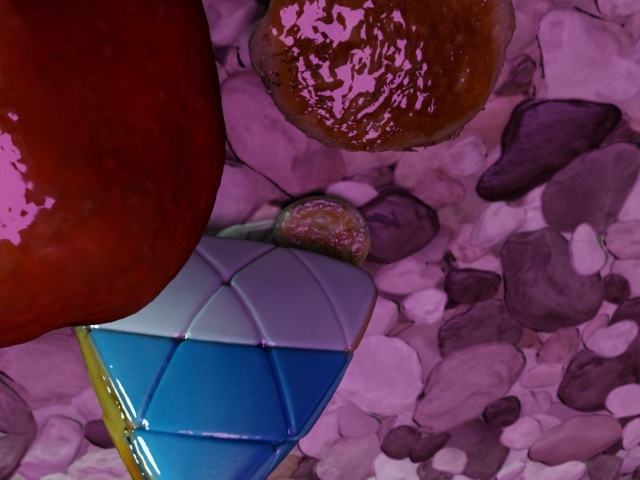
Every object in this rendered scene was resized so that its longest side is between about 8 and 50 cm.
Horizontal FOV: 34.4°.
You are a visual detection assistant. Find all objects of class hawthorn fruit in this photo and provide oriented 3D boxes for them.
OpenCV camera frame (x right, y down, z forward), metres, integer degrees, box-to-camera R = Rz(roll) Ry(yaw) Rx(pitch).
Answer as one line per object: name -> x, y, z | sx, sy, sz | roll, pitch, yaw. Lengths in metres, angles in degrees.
hawthorn fruit -> -0.189, -0.094, 0.605 | 0.265, 0.265, 0.307 | -8, 105, -8

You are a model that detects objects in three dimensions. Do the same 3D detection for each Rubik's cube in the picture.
Rubik's cube -> -0.056, 0.110, 0.821 | 0.254, 0.254, 0.254 | -6, 122, -9

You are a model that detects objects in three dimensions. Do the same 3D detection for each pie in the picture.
pie -> 0.001, -0.001, 0.834 | 0.084, 0.021, 0.084 | -4, 120, -6
pie -> 0.045, -0.135, 0.731 | 0.194, 0.079, 0.163 | -5, 118, -11
